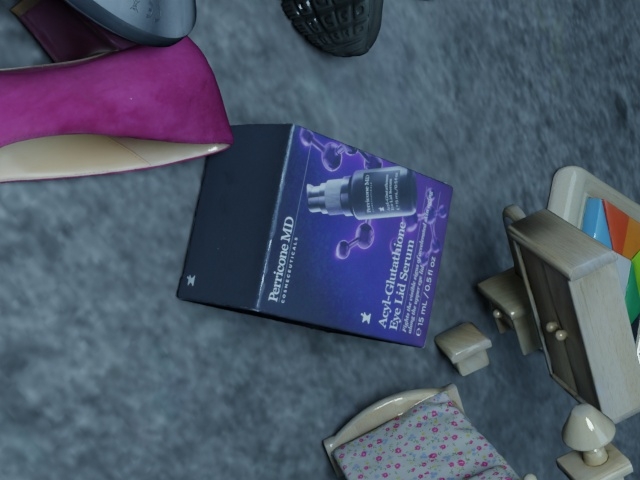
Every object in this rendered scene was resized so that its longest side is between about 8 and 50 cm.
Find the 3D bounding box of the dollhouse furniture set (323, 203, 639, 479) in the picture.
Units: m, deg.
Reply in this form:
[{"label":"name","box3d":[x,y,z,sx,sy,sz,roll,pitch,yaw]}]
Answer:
[{"label":"dollhouse furniture set","box3d":[0.089,0.125,0.898,0.355,0.303,0.174,-24,115,-8]}]

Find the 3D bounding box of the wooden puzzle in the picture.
[{"label":"wooden puzzle","box3d":[0.350,0.044,1.231,0.238,0.044,0.221,19,80,-41]}]

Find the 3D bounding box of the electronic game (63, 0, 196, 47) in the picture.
[{"label":"electronic game","box3d":[-0.164,-0.224,0.662,0.229,0.048,0.229,46,22,-25]}]

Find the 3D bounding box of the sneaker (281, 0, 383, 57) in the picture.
[{"label":"sneaker","box3d":[0.022,-0.306,0.871,0.130,0.109,0.286,-22,109,-46]}]

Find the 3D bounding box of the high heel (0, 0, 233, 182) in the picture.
[{"label":"high heel","box3d":[-0.198,-0.035,0.656,0.181,0.127,0.377,52,56,-19]}]

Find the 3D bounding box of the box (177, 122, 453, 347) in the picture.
[{"label":"box","box3d":[0.000,0.000,0.861,0.207,0.108,0.153,15,83,-43]}]
